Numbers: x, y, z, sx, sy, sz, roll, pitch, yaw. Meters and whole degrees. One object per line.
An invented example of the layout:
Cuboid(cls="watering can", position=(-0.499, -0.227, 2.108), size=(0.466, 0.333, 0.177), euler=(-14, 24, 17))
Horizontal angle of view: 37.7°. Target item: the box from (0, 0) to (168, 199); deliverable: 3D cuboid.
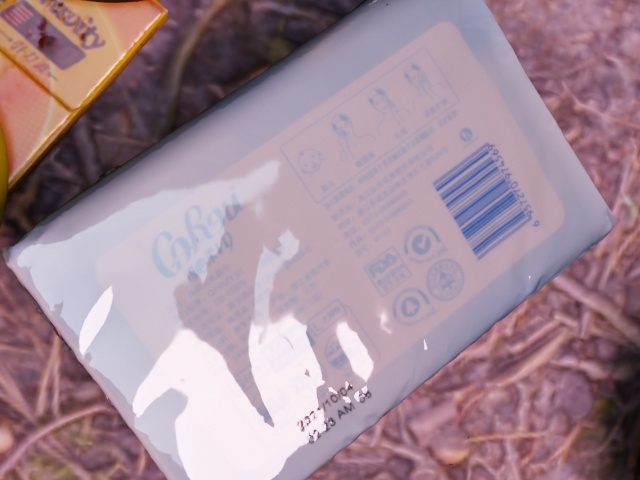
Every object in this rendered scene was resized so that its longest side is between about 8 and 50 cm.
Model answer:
Cuboid(cls="box", position=(-0.222, -0.066, 0.472), size=(0.152, 0.043, 0.269), euler=(43, 89, -11))

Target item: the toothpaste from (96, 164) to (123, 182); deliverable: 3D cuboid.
Cuboid(cls="toothpaste", position=(-0.069, 0.067, 0.519), size=(0.060, 0.038, 0.233), euler=(-15, 98, -18))

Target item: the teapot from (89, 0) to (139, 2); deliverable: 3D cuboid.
Cuboid(cls="teapot", position=(-0.095, -0.219, 0.384), size=(0.268, 0.175, 0.185), euler=(24, 72, -15))

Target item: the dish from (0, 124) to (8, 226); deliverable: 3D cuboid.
Cuboid(cls="dish", position=(-0.274, -0.039, 0.393), size=(0.221, 0.108, 0.262), euler=(-40, 100, -2))

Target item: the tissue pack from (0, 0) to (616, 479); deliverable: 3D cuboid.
Cuboid(cls="tissue pack", position=(0.000, 0.000, 0.479), size=(0.263, 0.089, 0.177), euler=(-37, 101, -13))
